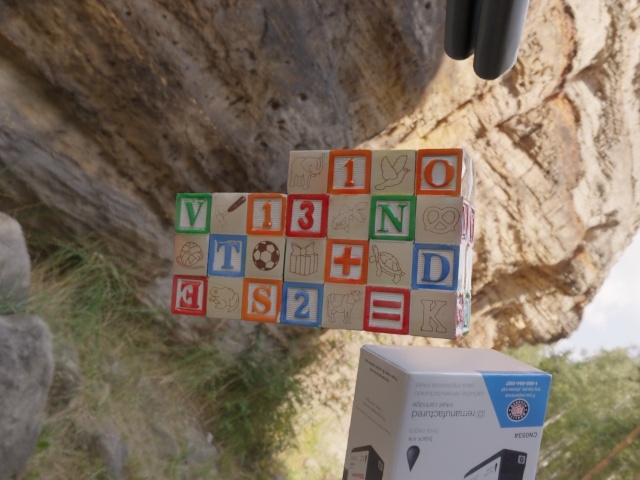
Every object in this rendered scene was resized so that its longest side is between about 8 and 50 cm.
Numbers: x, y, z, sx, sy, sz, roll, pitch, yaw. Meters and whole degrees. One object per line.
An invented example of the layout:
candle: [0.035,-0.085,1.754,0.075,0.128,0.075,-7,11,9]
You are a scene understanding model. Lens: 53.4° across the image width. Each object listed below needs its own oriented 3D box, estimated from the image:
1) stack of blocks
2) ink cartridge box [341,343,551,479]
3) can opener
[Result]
stack of blocks: [0.000,0.000,0.647,0.087,0.297,0.171,11,81,-68]
ink cartridge box: [0.155,0.304,0.835,0.129,0.223,0.307,-163,-100,-65]
can opener: [0.147,-0.245,0.484,0.074,0.093,0.280,46,-20,27]
